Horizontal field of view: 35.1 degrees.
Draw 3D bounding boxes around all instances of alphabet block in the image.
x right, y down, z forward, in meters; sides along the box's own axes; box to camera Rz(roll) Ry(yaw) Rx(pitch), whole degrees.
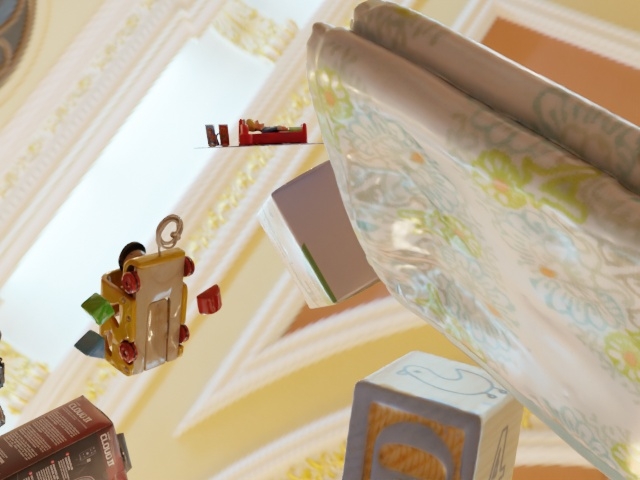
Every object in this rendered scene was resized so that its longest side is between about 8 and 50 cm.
[{"bbox_3d":[0.160,0.284,1.420,0.192,0.197,0.193,15,-76,26],"label":"alphabet block"}]

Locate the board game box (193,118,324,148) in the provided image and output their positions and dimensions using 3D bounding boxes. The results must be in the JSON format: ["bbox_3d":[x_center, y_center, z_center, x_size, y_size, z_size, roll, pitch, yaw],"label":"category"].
[{"bbox_3d":[-0.060,-0.124,1.161,0.133,0.168,0.033,2,-83,40],"label":"board game box"}]

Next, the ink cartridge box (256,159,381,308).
[{"bbox_3d":[0.000,0.000,1.314,0.092,0.219,0.160,-30,-91,-10],"label":"ink cartridge box"}]

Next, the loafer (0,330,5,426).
[{"bbox_3d":[-0.471,0.120,1.352,0.095,0.303,0.109,-21,-162,-13],"label":"loafer"}]

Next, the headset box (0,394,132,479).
[{"bbox_3d":[-0.415,0.389,1.530,0.293,0.218,0.110,-25,-147,-30],"label":"headset box"}]

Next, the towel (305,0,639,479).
[{"bbox_3d":[0.154,0.019,0.731,0.090,0.320,0.374,-43,-124,-16],"label":"towel"}]

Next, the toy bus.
[{"bbox_3d":[-0.235,0.070,1.310,0.104,0.191,0.202,27,-105,37],"label":"toy bus"}]
